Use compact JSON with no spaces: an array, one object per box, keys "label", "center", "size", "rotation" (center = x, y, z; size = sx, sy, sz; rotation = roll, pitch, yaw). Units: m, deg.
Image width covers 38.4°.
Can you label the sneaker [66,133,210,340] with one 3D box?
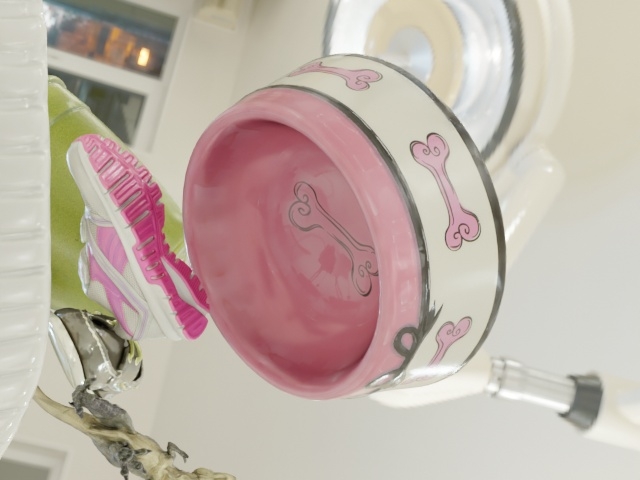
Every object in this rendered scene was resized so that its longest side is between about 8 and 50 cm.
[{"label":"sneaker","center":[-0.225,0.009,1.008],"size":[0.252,0.111,0.103],"rotation":[68,20,-6]}]

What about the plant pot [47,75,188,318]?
[{"label":"plant pot","center":[-0.407,-0.028,1.556],"size":[0.366,0.353,0.366],"rotation":[-55,-179,2]}]

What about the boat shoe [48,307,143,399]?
[{"label":"boat shoe","center":[-0.264,0.133,1.102],"size":[0.109,0.091,0.305],"rotation":[65,-14,12]}]

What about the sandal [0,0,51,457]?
[{"label":"sandal","center":[-0.258,-0.002,0.599],"size":[0.102,0.169,0.416],"rotation":[5,-97,63]}]

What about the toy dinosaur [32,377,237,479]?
[{"label":"toy dinosaur","center":[-0.207,0.192,0.916],"size":[0.064,0.268,0.118],"rotation":[-57,177,-19]}]

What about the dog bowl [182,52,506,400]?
[{"label":"dog bowl","center":[0.000,0.000,1.045],"size":[0.408,0.150,0.407],"rotation":[19,-62,42]}]
